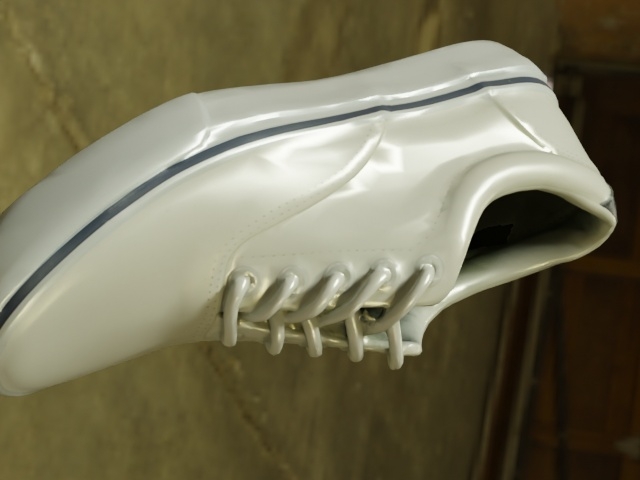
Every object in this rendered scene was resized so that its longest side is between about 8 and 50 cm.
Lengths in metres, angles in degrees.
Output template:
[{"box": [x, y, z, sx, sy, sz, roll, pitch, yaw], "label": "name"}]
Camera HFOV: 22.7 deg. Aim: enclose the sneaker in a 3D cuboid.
[{"box": [0.000, 0.000, 0.540, 0.258, 0.091, 0.094, -23, 148, -30], "label": "sneaker"}]
